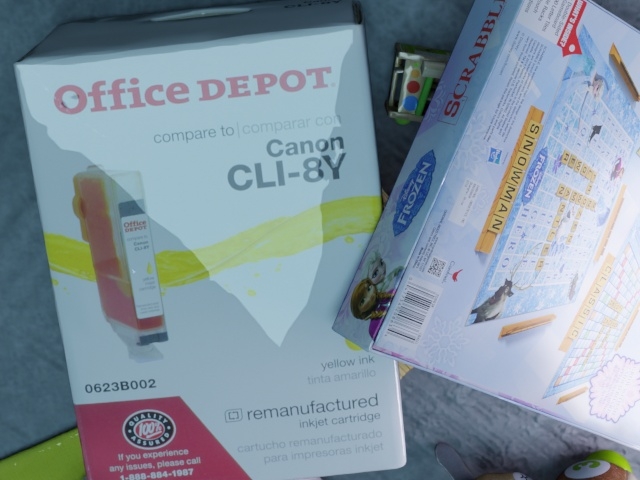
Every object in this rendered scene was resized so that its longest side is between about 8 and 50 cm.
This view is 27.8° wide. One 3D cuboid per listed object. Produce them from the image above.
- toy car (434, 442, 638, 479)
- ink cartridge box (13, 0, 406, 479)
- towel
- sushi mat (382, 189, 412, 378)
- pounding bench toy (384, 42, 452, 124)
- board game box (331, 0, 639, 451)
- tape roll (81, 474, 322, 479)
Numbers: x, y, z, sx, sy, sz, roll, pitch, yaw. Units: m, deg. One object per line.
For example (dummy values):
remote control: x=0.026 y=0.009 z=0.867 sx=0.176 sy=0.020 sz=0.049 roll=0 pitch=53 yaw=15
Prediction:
toy car: x=0.190 y=0.248 z=1.217 sx=0.188 sy=0.155 sz=0.149 roll=27 pitch=106 yaw=4
ink cartridge box: x=-0.083 y=0.004 z=1.100 sx=0.279 sy=0.160 sz=0.385 roll=-6 pitch=107 yaw=2
towel: x=-0.233 y=0.231 z=1.269 sx=0.237 sy=0.021 sz=0.102 roll=-24 pitch=103 yaw=7
sushi mat: x=0.000 y=0.000 z=1.194 sx=0.151 sy=0.019 sz=0.316 roll=-40 pitch=103 yaw=13
pounding bench toy: x=0.087 y=-0.129 z=1.119 sx=0.052 sy=0.083 sz=0.065 roll=8 pitch=107 yaw=-3
board game box: x=0.207 y=-0.016 z=1.067 sx=0.318 sy=0.066 sz=0.319 roll=24 pitch=91 yaw=-31
tape roll: x=-0.113 y=0.322 z=1.241 sx=0.286 sy=0.100 sz=0.286 roll=-1 pitch=113 yaw=-3
